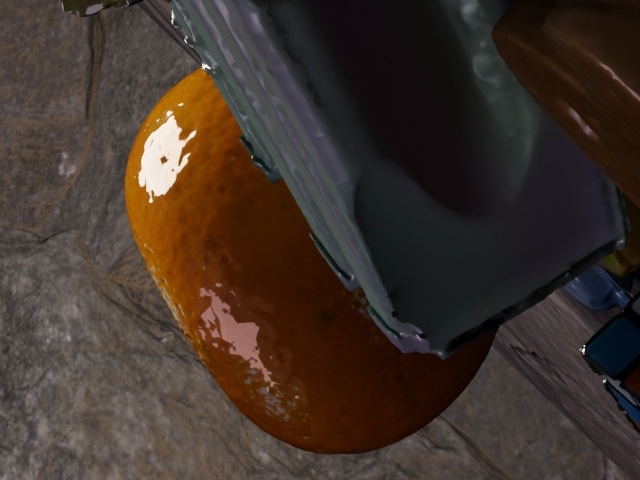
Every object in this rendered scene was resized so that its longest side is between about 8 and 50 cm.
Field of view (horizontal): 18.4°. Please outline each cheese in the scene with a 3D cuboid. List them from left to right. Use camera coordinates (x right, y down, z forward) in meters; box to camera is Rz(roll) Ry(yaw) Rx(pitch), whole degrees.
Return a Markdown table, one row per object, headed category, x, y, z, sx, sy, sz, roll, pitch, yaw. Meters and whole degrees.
| category | x | y | z | sx | sy | sz | roll | pitch | yaw |
| --- | --- | --- | --- | --- | --- | --- | --- | --- | --- |
| cheese | 0.236 | 0.026 | 1.695 | 0.245 | 0.052 | 0.135 | 43 | 178 | 25 |

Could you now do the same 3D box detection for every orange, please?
| category | x | y | z | sx | sy | sz | roll | pitch | yaw |
| --- | --- | --- | --- | --- | --- | --- | --- | --- | --- |
| orange | 0.000 | 0.000 | 1.973 | 0.424 | 0.326 | 0.424 | 59 | 180 | 0 |

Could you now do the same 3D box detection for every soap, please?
| category | x | y | z | sx | sy | sz | roll | pitch | yaw |
| --- | --- | --- | --- | --- | --- | --- | --- | --- | --- |
| soap | 0.001 | -0.148 | 1.051 | 0.261 | 0.156 | 0.446 | 47 | 169 | 53 |

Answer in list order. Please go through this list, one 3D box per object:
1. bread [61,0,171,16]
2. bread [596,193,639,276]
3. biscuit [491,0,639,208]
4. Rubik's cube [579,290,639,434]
| category | x | y | z | sx | sy | sz | roll | pitch | yaw |
| --- | --- | --- | --- | --- | --- | --- | --- | --- | --- |
| bread | -0.059 | -0.242 | 0.815 | 0.178 | 0.142 | 0.266 | -6 | 103 | 63 |
| bread | 0.154 | -0.073 | 1.383 | 0.236 | 0.070 | 0.236 | 45 | 178 | 2 |
| biscuit | 0.188 | -0.020 | 0.835 | 0.275 | 0.052 | 0.355 | 44 | -178 | -18 |
| Rubik's cube | 0.274 | 0.090 | 1.157 | 0.154 | 0.151 | 0.155 | 41 | 175 | 46 |
